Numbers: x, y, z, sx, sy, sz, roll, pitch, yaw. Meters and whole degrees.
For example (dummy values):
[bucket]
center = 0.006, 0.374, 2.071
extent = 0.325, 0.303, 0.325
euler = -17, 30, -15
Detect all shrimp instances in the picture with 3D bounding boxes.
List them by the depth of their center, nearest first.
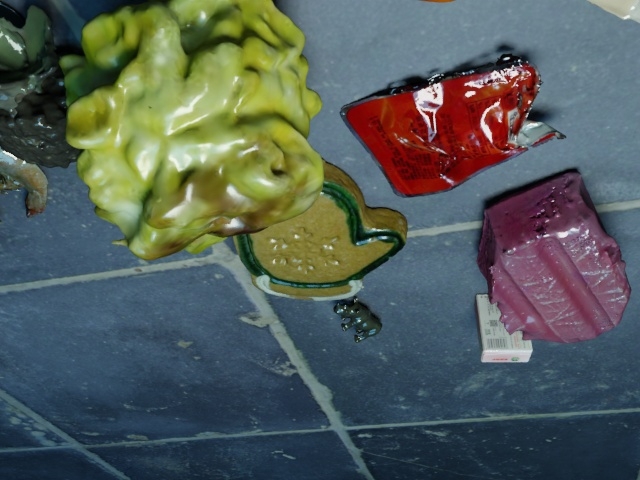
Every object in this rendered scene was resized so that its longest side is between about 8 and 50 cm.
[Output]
[shrimp]
center = -0.515, -0.062, 1.060
extent = 0.144, 0.052, 0.251
euler = 11, 141, -15

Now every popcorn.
[popcorn]
center = -0.149, -0.143, 0.755
extent = 0.312, 0.312, 0.312
euler = 2, 142, 2

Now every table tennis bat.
[table tennis bat]
center = -0.400, -0.277, 0.810
extent = 0.050, 0.007, 0.083
euler = -24, 136, 31

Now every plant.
[plant]
center = -0.360, -0.181, 0.822
extent = 0.131, 0.142, 0.203
euler = 17, 147, -4

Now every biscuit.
[biscuit]
center = 0.000, 0.002, 1.099
extent = 0.288, 0.057, 0.343
euler = 1, 142, 3

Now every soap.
[soap]
center = 0.378, 0.052, 1.072
extent = 0.220, 0.127, 0.325
euler = -22, 132, 25

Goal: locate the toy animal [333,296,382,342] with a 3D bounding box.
[toy animal]
center = 0.070, 0.151, 1.296
extent = 0.065, 0.047, 0.135
euler = -24, 133, 23

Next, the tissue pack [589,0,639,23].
[tissue pack]
center = 0.330, -0.358, 0.528
extent = 0.239, 0.238, 0.305
euler = 4, 142, -1

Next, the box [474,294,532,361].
[box]
center = 0.336, 0.161, 1.224
extent = 0.089, 0.125, 0.043
euler = 0, 142, 6

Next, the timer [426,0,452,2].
[timer]
center = 0.134, -0.300, 0.668
extent = 0.136, 0.099, 0.136
euler = 8, 153, 4

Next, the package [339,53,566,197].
[package]
center = 0.179, -0.144, 0.894
extent = 0.270, 0.071, 0.194
euler = -15, 124, 27
